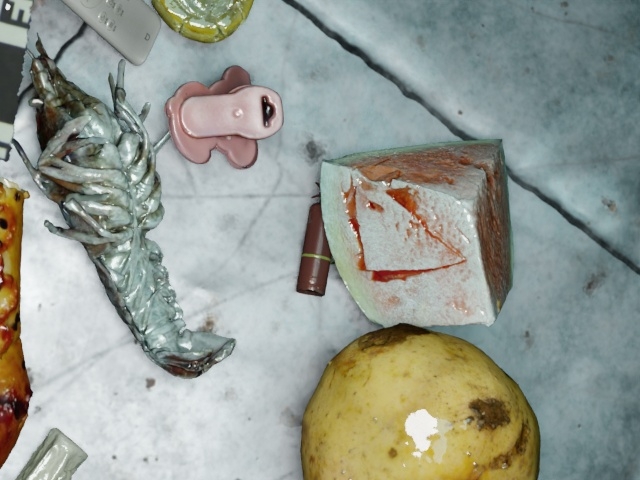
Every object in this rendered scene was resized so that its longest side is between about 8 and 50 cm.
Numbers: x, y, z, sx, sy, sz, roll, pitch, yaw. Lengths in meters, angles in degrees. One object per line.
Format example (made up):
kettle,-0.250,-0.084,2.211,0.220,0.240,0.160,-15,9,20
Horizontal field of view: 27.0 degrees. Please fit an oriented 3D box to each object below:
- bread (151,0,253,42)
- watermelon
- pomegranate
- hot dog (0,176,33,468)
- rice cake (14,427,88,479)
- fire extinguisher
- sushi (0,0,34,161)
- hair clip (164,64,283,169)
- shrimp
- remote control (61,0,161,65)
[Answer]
bread,-0.132,-0.314,1.582,0.117,0.064,0.156,17,81,-18
watermelon,0.157,-0.019,1.578,0.261,0.201,0.213,-16,101,-28
pomegranate,0.107,0.233,1.503,0.281,0.281,0.281,2,84,-18
hot dog,-0.460,0.103,1.325,0.367,0.196,0.365,2,85,-42
rice cake,-0.345,0.324,1.453,0.057,0.052,0.256,47,70,-34
fire extinguisher,0.000,0.000,1.608,0.056,0.039,0.132,21,75,-49
sushi,-0.491,-0.273,1.437,0.373,0.100,0.296,11,107,-8
hair clip,-0.121,-0.140,1.546,0.138,0.102,0.123,-11,91,-21
shrimp,-0.225,-0.038,1.483,0.221,0.166,0.411,-32,111,-51
remote control,-0.245,-0.272,1.462,0.029,0.261,0.067,18,79,26
